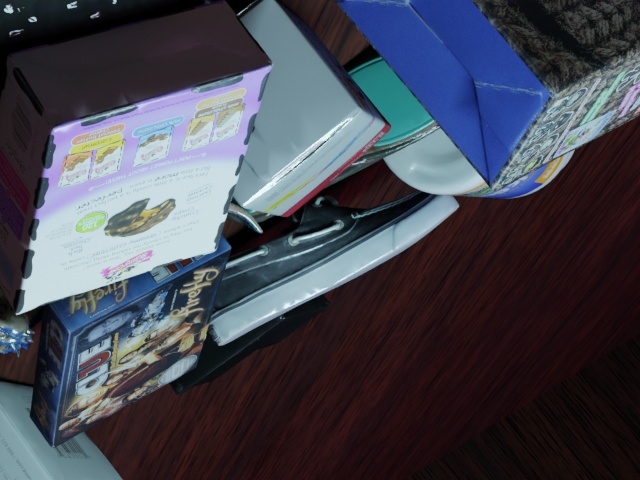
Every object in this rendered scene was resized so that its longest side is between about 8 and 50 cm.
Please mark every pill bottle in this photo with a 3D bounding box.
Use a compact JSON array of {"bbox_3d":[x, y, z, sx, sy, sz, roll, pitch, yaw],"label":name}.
[{"bbox_3d":[0.175,-0.119,2.037,0.152,0.152,0.272,-44,162,20],"label":"pill bottle"}]

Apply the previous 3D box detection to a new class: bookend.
[{"bbox_3d":[-0.090,0.094,2.196,0.156,0.072,0.157,-37,171,18],"label":"bookend"}]

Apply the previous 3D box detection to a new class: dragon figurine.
[{"bbox_3d":[-0.193,0.018,1.751,0.289,0.085,0.144,-17,154,-49],"label":"dragon figurine"}]

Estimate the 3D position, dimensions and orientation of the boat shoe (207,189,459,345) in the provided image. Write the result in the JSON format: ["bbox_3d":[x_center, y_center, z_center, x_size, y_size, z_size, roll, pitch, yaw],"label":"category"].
[{"bbox_3d":[0.000,0.000,2.071,0.301,0.102,0.108,-27,176,-8],"label":"boat shoe"}]

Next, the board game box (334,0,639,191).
[{"bbox_3d":[0.203,-0.216,1.689,0.291,0.232,0.141,-28,161,-33],"label":"board game box"}]

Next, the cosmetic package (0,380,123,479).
[{"bbox_3d":[-0.410,0.316,1.977,0.385,0.156,0.217,-41,165,6],"label":"cosmetic package"}]

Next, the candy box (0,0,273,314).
[{"bbox_3d":[-0.136,-0.054,1.321,0.165,0.070,0.196,-18,149,-30],"label":"candy box"}]

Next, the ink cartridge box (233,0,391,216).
[{"bbox_3d":[-0.037,-0.108,1.620,0.127,0.128,0.176,-39,173,7],"label":"ink cartridge box"}]

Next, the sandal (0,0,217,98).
[{"bbox_3d":[-0.187,-0.159,1.296,0.167,0.107,0.446,-39,151,9],"label":"sandal"}]

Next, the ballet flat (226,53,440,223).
[{"bbox_3d":[0.019,-0.105,1.877,0.280,0.095,0.096,-27,173,0],"label":"ballet flat"}]

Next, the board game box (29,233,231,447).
[{"bbox_3d":[-0.173,0.084,1.739,0.165,0.042,0.243,-29,160,-24],"label":"board game box"}]
